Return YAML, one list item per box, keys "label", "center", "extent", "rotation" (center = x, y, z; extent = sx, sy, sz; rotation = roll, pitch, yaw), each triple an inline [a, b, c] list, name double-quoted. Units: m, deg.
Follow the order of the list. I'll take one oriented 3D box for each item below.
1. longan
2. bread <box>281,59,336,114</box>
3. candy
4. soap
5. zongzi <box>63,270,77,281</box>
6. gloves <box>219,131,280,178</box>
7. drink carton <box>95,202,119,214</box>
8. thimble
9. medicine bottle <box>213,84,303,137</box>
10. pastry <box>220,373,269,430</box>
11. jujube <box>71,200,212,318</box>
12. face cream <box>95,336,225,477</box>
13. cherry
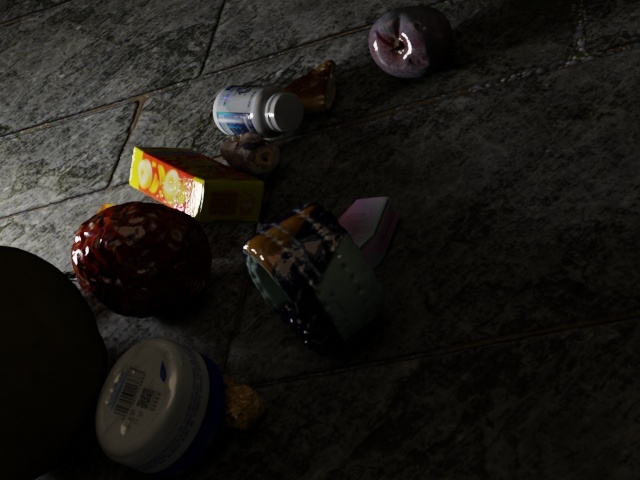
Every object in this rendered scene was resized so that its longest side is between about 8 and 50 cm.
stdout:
- label: "longan"
  center: [-0.566, 0.202, 1.870]
  extent: [0.404, 0.404, 0.436]
  rotation: [-38, 42, -10]
- label: "bread"
  center: [-0.010, -0.299, 2.350]
  extent: [0.154, 0.054, 0.136]
  rotation: [-36, 35, 1]
- label: "candy"
  center: [-0.243, -0.109, 2.203]
  extent: [0.146, 0.088, 0.276]
  rotation: [-2, 18, -37]
- label: "soap"
  center: [0.066, -0.003, 1.955]
  extent: [0.100, 0.056, 0.149]
  rotation: [-6, 43, 33]
- label: "zongzi"
  center: [-0.733, 0.125, 2.255]
  extent: [0.447, 0.181, 0.418]
  rotation: [-43, 38, -20]
- label: "gloves"
  center: [-0.135, -0.164, 2.245]
  extent: [0.110, 0.094, 0.144]
  rotation: [-22, 16, -3]
- label: "drink carton"
  center: [-0.358, -0.014, 2.241]
  extent: [0.222, 0.071, 0.096]
  rotation: [4, 47, 37]
- label: "thimble"
  center: [-0.013, 0.062, 1.808]
  extent: [0.150, 0.237, 0.237]
  rotation: [-34, 37, -12]
- label: "medicine bottle"
  center: [-0.126, -0.265, 2.331]
  extent: [0.191, 0.107, 0.107]
  rotation: [9, 51, 47]
- label: "pastry"
  center: [-0.150, 0.255, 1.802]
  extent: [0.140, 0.056, 0.080]
  rotation: [8, 39, 42]
- label: "jujube"
  center: [-0.325, 0.038, 2.047]
  extent: [0.232, 0.213, 0.213]
  rotation: [-4, 44, 22]
- label: "face cream"
  center: [-0.256, 0.257, 1.773]
  extent: [0.206, 0.111, 0.206]
  rotation: [-24, 50, 32]
- label: "cherry"
  center: [0.181, -0.398, 2.269]
  extent: [0.176, 0.140, 0.176]
  rotation: [-8, 21, 3]
